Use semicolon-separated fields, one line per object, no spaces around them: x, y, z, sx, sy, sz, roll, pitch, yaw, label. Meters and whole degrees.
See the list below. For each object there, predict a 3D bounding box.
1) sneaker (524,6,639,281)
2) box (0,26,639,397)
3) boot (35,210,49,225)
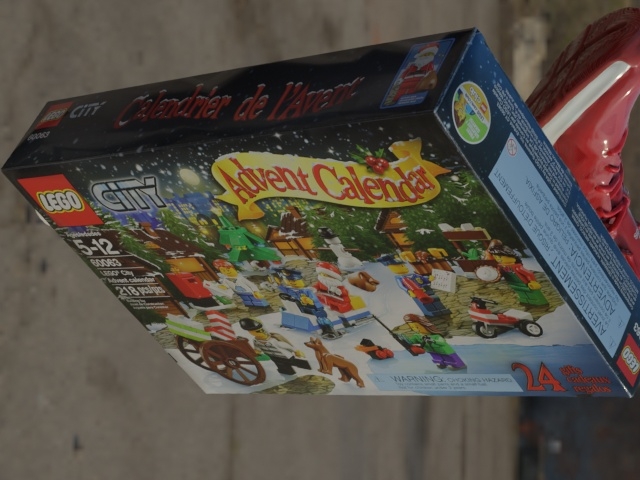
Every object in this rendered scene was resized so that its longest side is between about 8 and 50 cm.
0.179;-0.045;1.038;0.087;0.128;0.221;-60;-174;-37;sneaker
0.000;0.000;0.680;0.159;0.233;0.044;51;52;-33;box
-0.212;-0.053;1.517;0.190;0.069;0.086;43;28;-64;boot
